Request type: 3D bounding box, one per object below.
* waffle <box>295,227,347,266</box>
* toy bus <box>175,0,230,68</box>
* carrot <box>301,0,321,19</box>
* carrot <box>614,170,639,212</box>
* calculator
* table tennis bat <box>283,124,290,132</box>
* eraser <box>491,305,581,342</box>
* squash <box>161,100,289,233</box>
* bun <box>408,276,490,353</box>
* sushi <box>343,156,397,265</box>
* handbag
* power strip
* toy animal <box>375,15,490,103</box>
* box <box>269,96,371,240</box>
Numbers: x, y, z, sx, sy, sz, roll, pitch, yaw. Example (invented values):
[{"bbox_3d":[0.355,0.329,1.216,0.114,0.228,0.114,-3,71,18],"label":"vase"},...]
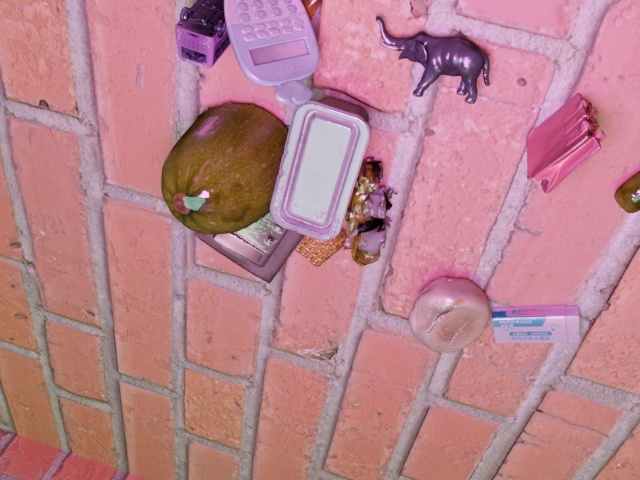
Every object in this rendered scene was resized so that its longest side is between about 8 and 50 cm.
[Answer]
[{"bbox_3d":[0.000,0.000,1.654,0.102,0.042,0.148,41,127,-11],"label":"waffle"},{"bbox_3d":[-0.231,-0.465,1.293,0.096,0.199,0.108,19,140,4],"label":"toy bus"},{"bbox_3d":[-0.061,-0.472,1.321,0.061,0.061,0.210,40,122,-12],"label":"carrot"},{"bbox_3d":[0.774,-0.187,1.247,0.074,0.074,0.358,35,125,-9],"label":"carrot"},{"bbox_3d":[-0.099,-0.420,1.241,0.042,0.184,0.295,-12,97,67],"label":"calculator"},{"bbox_3d":[-0.139,-0.241,1.529,0.257,0.039,0.160,27,124,-4],"label":"table tennis bat"},{"bbox_3d":[0.583,0.230,1.625,0.225,0.052,0.095,-4,121,22],"label":"eraser"},{"bbox_3d":[-0.221,-0.149,1.389,0.310,0.309,0.310,2,111,5],"label":"squash"},{"bbox_3d":[0.343,0.194,1.630,0.229,0.145,0.229,-12,129,-15],"label":"bun"},{"bbox_3d":[0.120,-0.058,1.516,0.131,0.139,0.291,8,126,3],"label":"sushi"},{"bbox_3d":[0.500,-0.202,1.230,0.059,0.212,0.157,37,128,-10],"label":"handbag"},{"bbox_3d":[-0.179,-0.044,1.644,0.257,0.092,0.251,33,111,-8],"label":"power strip"},{"bbox_3d":[0.232,-0.378,1.277,0.269,0.082,0.137,19,126,9],"label":"toy animal"},{"bbox_3d":[0.011,-0.181,1.403,0.175,0.182,0.312,19,118,5],"label":"box"}]
